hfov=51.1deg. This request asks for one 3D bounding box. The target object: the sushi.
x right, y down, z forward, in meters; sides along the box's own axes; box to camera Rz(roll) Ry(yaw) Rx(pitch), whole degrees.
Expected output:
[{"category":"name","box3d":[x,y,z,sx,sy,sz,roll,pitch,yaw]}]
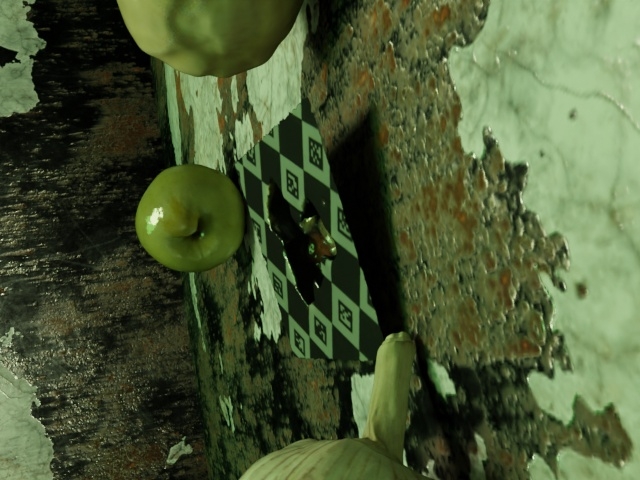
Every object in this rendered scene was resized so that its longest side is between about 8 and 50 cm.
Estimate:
[{"category":"sushi","box3d":[0.000,0.000,0.658,0.219,0.047,0.231,-20,86,65]}]

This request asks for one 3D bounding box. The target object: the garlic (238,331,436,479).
[{"category":"garlic","box3d":[0.046,0.176,0.489,0.199,0.199,0.226,121,172,-63]}]

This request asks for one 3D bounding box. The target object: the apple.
[{"category":"apple","box3d":[-0.215,-0.038,1.132,0.200,0.200,0.200,173,90,-73]}]

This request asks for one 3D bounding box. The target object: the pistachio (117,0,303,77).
[{"category":"pistachio","box3d":[-0.098,-0.315,0.625,0.214,0.193,0.318,7,93,61]}]
